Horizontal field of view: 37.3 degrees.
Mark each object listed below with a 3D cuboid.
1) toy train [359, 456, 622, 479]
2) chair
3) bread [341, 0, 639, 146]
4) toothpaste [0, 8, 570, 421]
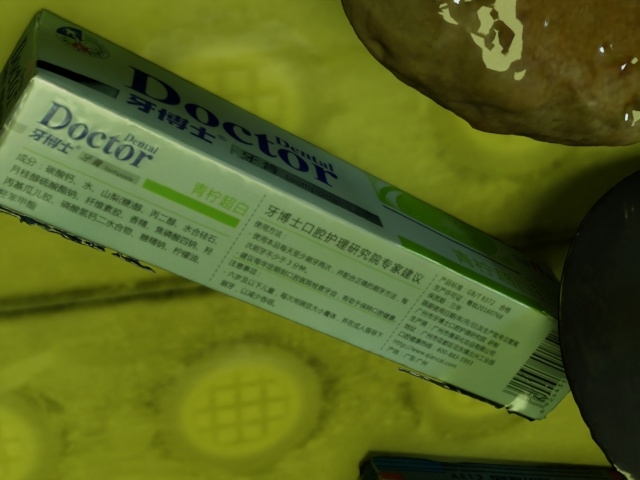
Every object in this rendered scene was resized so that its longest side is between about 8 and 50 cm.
[{"bbox_3d":[0.217,0.219,0.678,0.409,0.089,0.086,8,114,-20],"label":"toy train"},{"bbox_3d":[0.283,-0.003,0.336,0.226,0.227,0.401,2,161,-17],"label":"chair"},{"bbox_3d":[0.112,-0.152,0.392,0.230,0.123,0.230,-6,121,-10],"label":"bread"},{"bbox_3d":[0.000,0.000,0.479,0.336,0.081,0.067,25,112,-27],"label":"toothpaste"}]
